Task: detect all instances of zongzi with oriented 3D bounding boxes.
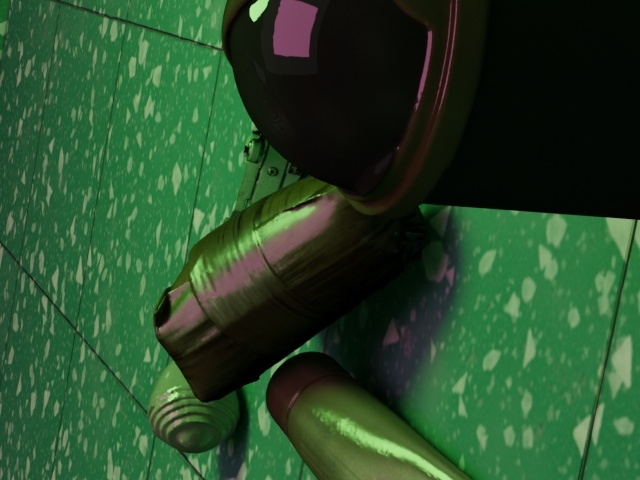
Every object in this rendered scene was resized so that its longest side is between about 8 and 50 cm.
[{"bbox_3d":[0.000,0.000,1.533,0.286,0.138,0.300,-35,2,28],"label":"zongzi"}]

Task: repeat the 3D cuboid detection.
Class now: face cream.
[{"bbox_3d":[0.053,0.204,1.380,0.341,0.084,0.137,43,113,56],"label":"face cream"}]

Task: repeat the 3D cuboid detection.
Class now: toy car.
[{"bbox_3d":[-0.060,-0.053,1.729,0.054,0.073,0.143,-94,19,-64],"label":"toy car"}]

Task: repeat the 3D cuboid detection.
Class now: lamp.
[{"bbox_3d":[-0.143,0.159,1.839,0.193,0.106,0.106,-90,21,-44],"label":"lamp"}]

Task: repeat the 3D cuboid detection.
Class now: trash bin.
[{"bbox_3d":[0.099,-0.112,1.019,0.214,0.333,0.214,-171,90,-67],"label":"trash bin"}]
